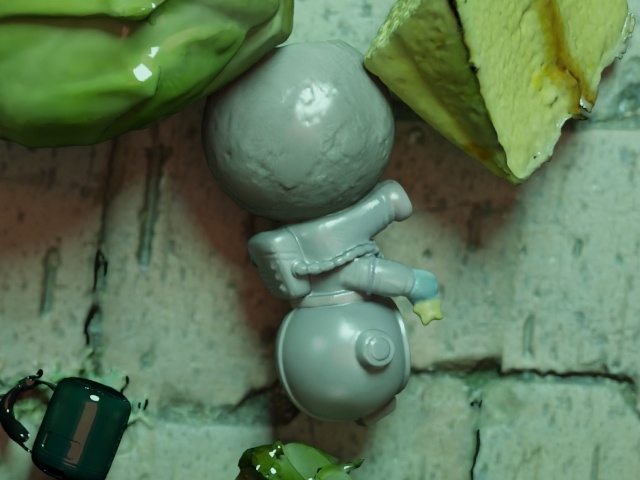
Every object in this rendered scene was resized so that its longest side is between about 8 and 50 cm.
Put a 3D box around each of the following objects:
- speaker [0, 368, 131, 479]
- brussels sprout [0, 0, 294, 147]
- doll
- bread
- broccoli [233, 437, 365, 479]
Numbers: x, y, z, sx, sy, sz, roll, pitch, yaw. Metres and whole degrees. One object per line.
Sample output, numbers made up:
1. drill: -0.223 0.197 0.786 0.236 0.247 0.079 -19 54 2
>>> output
1. speaker: -0.194 0.136 1.141 0.094 0.060 0.075 21 86 -7
2. brussels sprout: -0.178 -0.219 1.056 0.328 0.247 0.328 2 101 10
3. doll: 0.000 0.000 1.130 0.151 0.151 0.287 -12 94 -8
4. bread: 0.164 -0.176 1.117 0.178 0.135 0.240 39 55 -9
5. broccoli: 0.036 0.275 1.083 0.304 0.321 0.283 -46 59 10
